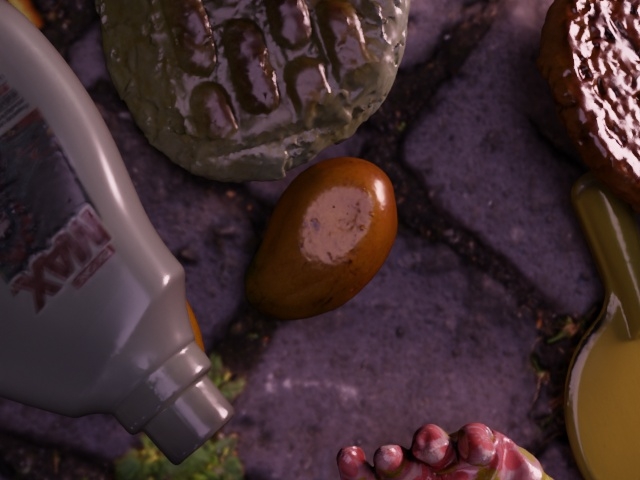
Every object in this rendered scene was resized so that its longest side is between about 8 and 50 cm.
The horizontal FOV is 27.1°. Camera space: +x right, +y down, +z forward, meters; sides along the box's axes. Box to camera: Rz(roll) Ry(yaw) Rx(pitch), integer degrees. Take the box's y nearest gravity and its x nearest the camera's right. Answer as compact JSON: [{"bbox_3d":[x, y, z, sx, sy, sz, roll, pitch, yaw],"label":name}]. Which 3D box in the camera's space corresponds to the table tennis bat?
[{"bbox_3d":[0.320,0.106,1.319,0.224,0.054,0.369,-20,95,-21],"label":"table tennis bat"}]

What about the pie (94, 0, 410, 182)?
[{"bbox_3d":[-0.059,-0.206,1.193,0.306,0.071,0.306,1,86,-10],"label":"pie"}]

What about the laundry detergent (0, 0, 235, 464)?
[{"bbox_3d":[-0.234,0.021,1.057,0.264,0.125,0.398,-41,87,-5],"label":"laundry detergent"}]

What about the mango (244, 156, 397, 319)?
[{"bbox_3d":[0.007,0.002,1.201,0.115,0.089,0.165,25,80,-13],"label":"mango"}]

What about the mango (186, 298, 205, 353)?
[{"bbox_3d":[-0.162,0.068,1.147,0.098,0.075,0.190,-34,89,-20],"label":"mango"}]

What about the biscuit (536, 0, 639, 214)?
[{"bbox_3d":[0.353,-0.139,1.317,0.334,0.081,0.289,30,61,-17],"label":"biscuit"}]

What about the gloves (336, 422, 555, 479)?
[{"bbox_3d":[0.112,0.230,1.200,0.241,0.126,0.145,28,101,-17],"label":"gloves"}]
